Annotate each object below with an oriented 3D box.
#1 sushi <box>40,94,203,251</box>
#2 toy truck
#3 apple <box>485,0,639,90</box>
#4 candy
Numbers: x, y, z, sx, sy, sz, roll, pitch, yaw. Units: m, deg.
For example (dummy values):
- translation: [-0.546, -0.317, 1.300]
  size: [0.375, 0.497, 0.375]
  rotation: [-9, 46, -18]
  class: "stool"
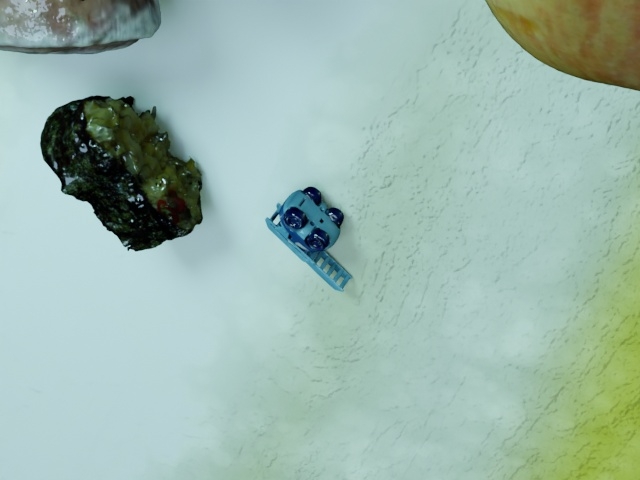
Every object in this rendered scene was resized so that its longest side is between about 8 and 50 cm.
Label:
- translation: [-0.233, -0.093, 1.213]
  size: [0.115, 0.147, 0.212]
  rotation: [-26, 123, 21]
  class: "sushi"
- translation: [0.000, 0.000, 1.222]
  size: [0.136, 0.063, 0.074]
  rotation: [44, 140, -9]
  class: "toy truck"
- translation: [0.302, -0.302, 0.791]
  size: [0.391, 0.391, 0.347]
  rotation: [11, 138, 12]
  class: "apple"
- translation: [-0.319, -0.288, 1.088]
  size: [0.289, 0.214, 0.157]
  rotation: [7, 119, 9]
  class: "candy"
